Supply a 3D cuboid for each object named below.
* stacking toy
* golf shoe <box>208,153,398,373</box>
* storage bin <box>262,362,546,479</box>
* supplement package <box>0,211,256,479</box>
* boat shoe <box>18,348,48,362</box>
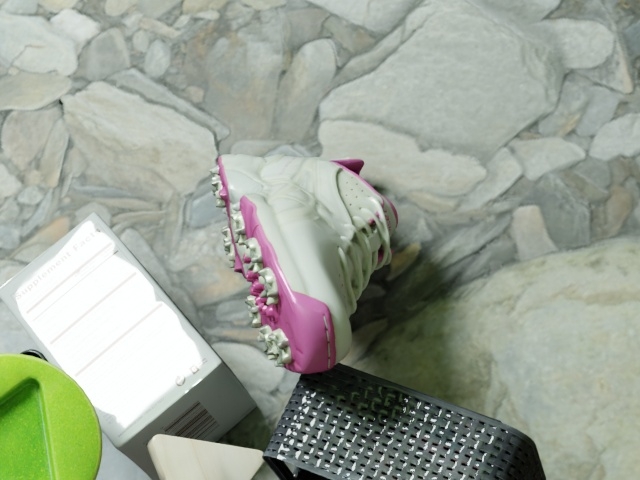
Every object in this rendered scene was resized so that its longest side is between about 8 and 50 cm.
[{"bbox_3d":[-0.199,0.248,1.157,0.309,0.130,0.280,21,66,-9],"label":"stacking toy"},{"bbox_3d":[0.000,0.000,1.215,0.140,0.115,0.306,-10,26,-7],"label":"golf shoe"},{"bbox_3d":[0.063,0.165,1.168,0.180,0.122,0.084,19,70,22],"label":"storage bin"},{"bbox_3d":[-0.153,0.086,1.272,0.105,0.105,0.179,-40,61,-5],"label":"supplement package"},{"bbox_3d":[-0.251,0.152,1.301,0.049,0.042,0.133,13,69,17],"label":"boat shoe"}]
